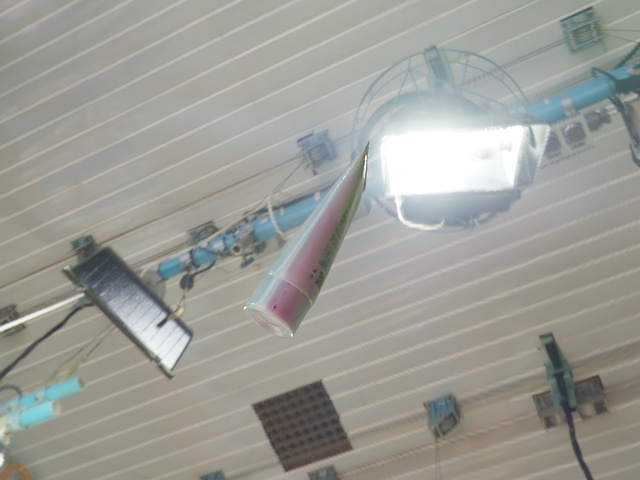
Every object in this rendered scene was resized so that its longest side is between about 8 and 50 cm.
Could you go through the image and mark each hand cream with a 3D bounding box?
[{"bbox_3d":[0.000,0.000,0.612,0.047,0.076,0.174,26,-115,13],"label":"hand cream"}]
